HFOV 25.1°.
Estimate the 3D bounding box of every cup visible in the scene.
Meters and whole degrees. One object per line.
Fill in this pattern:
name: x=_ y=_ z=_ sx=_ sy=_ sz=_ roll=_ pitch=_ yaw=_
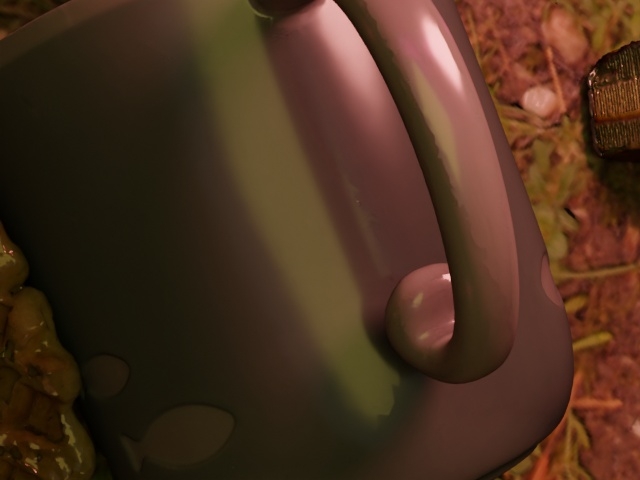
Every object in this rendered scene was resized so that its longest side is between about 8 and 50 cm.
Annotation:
cup: x=0.000 y=0.000 z=0.695 sx=0.259 sy=0.357 sz=0.274 roll=-21 pitch=90 yaw=-21

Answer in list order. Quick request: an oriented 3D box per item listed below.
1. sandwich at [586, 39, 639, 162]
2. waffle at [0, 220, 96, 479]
sandwich: x=0.268 y=-0.088 z=0.960 sx=0.163 sy=0.113 sz=0.079 roll=9 pitch=76 yaw=-50
waffle: x=-0.236 y=0.077 z=0.709 sx=0.291 sy=0.051 sz=0.291 roll=4 pitch=102 yaw=19
